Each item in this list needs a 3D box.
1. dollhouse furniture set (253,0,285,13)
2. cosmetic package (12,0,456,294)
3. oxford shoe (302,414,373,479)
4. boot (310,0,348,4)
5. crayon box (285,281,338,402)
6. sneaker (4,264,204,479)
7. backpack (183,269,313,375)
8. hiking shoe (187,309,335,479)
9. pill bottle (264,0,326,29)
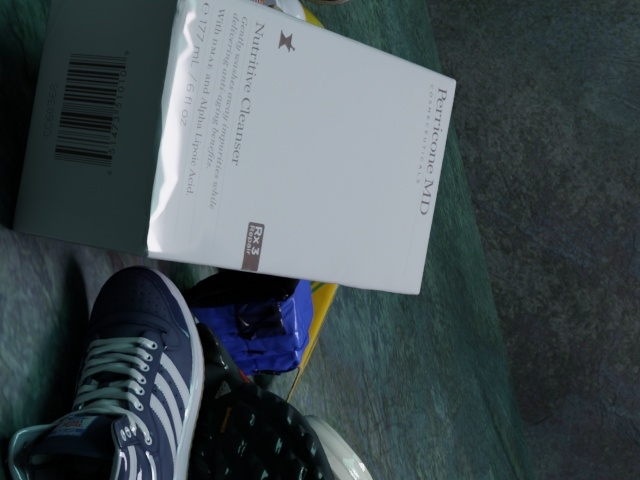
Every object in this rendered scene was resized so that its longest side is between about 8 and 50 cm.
[{"bbox_3d":[-0.069,-0.159,1.624,0.374,0.152,0.201,37,42,-68],"label":"dollhouse furniture set"},{"bbox_3d":[-0.057,-0.078,1.269,0.385,0.156,0.217,7,92,-52],"label":"cosmetic package"},{"bbox_3d":[0.011,0.364,1.545,0.169,0.130,0.449,33,-29,43],"label":"oxford shoe"},{"bbox_3d":[-0.069,-0.372,1.775,0.236,0.085,0.178,36,5,22],"label":"boot"},{"bbox_3d":[0.000,0.000,1.661,0.203,0.083,0.323,-61,173,-69],"label":"crayon box"},{"bbox_3d":[-0.162,0.122,1.143,0.153,0.099,0.282,57,27,-57],"label":"sneaker"},{"bbox_3d":[-0.073,0.081,1.471,0.098,0.120,0.101,-57,141,-73],"label":"backpack"},{"bbox_3d":[-0.061,0.184,1.255,0.304,0.113,0.132,53,-10,41],"label":"hiking shoe"},{"bbox_3d":[-0.058,-0.255,1.845,0.184,0.103,0.103,29,50,-71],"label":"pill bottle"}]
